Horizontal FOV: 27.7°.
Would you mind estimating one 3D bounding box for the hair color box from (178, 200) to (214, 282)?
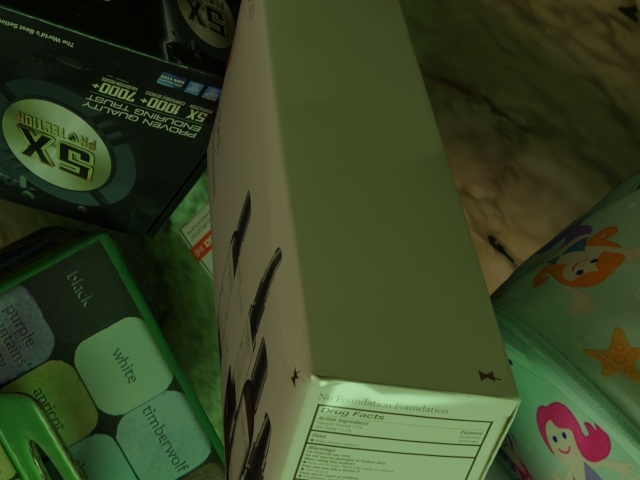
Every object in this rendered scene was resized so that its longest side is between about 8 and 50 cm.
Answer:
[{"bbox_3d":[0.014,0.035,0.613,0.167,0.053,0.093,53,142,3],"label":"hair color box"}]

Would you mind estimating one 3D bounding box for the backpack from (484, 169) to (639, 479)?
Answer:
[{"bbox_3d":[0.135,0.108,0.411,0.253,0.191,0.225,56,172,12],"label":"backpack"}]

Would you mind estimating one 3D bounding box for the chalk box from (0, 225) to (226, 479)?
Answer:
[{"bbox_3d":[-0.159,0.109,0.678,0.180,0.179,0.289,63,166,-9],"label":"chalk box"}]

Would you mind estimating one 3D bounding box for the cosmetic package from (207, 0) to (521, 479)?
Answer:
[{"bbox_3d":[0.000,0.000,0.432,0.239,0.061,0.098,-99,23,-52],"label":"cosmetic package"}]

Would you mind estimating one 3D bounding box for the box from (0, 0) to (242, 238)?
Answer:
[{"bbox_3d":[-0.131,-0.085,0.581,0.180,0.077,0.147,17,148,-21],"label":"box"}]
